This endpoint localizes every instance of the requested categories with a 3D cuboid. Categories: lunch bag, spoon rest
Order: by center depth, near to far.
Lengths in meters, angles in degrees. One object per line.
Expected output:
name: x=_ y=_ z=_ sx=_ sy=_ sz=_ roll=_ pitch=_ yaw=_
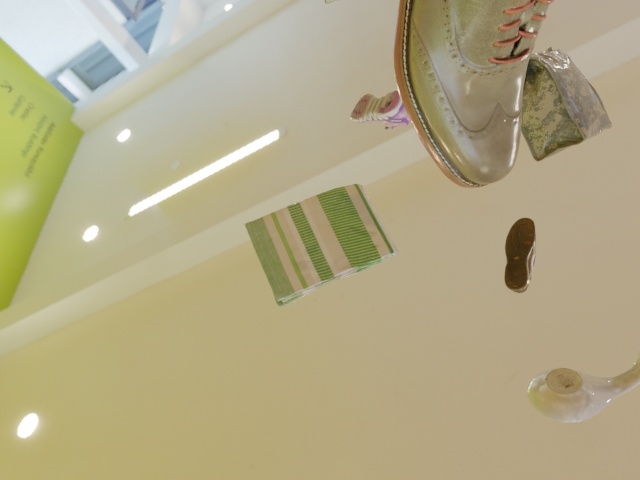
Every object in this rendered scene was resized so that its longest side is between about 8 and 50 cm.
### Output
spoon rest: x=0.570 y=0.298 z=1.062 sx=0.276 sy=0.084 sz=0.137 roll=-21 pitch=-151 yaw=0
lunch bag: x=0.655 y=-0.397 z=1.436 sx=0.235 sy=0.287 sz=0.168 roll=-25 pitch=180 yaw=-40

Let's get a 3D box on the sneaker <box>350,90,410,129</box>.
sneaker: x=0.182 y=-0.373 z=1.507 sx=0.236 sy=0.104 sz=0.095 roll=19 pitch=-98 yaw=57

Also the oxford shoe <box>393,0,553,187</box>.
oxford shoe: x=0.142 y=-0.195 z=0.445 sx=0.122 sy=0.349 sz=0.130 roll=-30 pitch=-149 yaw=-18

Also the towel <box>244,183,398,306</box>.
towel: x=0.000 y=0.000 z=1.289 sx=0.324 sy=0.038 sz=0.248 roll=-23 pitch=-114 yaw=-5

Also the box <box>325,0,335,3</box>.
box: x=0.114 y=-0.514 z=0.994 sx=0.145 sy=0.038 sz=0.186 roll=-30 pitch=-156 yaw=-27

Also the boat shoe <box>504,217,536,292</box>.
boat shoe: x=0.467 y=0.036 z=1.186 sx=0.064 sy=0.060 sz=0.178 roll=3 pitch=-107 yaw=35
